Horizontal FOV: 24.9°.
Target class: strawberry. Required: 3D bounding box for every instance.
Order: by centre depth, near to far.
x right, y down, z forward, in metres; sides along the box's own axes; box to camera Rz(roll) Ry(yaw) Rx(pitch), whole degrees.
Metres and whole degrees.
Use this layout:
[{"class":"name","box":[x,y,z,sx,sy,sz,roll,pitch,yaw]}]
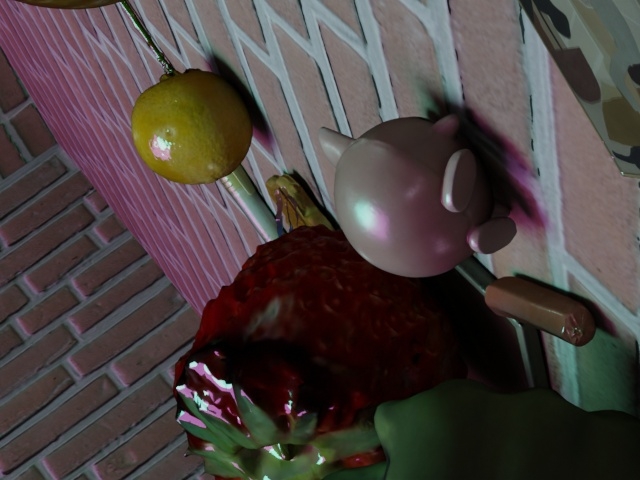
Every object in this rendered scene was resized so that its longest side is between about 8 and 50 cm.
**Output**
[{"class":"strawberry","box":[0.019,0.121,1.366,0.291,0.310,0.292,24,139,22]}]

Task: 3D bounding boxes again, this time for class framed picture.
[{"class":"framed picture","box":[0.143,-0.113,0.751,0.201,0.010,0.136,56,170,-14]},{"class":"framed picture","box":[0.139,0.087,1.379,0.240,0.020,0.324,46,167,36]}]

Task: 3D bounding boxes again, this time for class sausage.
[{"class":"sausage","box":[0.167,0.053,1.108,0.030,0.035,0.147,61,166,-17]}]

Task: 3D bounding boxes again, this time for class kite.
[{"class":"kite","box":[-0.023,0.061,1.602,0.141,0.015,0.245,171,89,-75]}]

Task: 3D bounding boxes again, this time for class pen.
[{"class":"pen","box":[-0.078,-0.034,1.921,0.233,0.032,0.040,54,146,-7]}]

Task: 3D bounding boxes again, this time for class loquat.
[{"class":"loquat","box":[-0.144,-0.127,1.630,0.141,0.141,0.141,51,169,14]}]

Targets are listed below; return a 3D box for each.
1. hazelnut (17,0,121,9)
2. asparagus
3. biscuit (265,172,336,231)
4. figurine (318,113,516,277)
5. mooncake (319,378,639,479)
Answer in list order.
[{"class":"hazelnut","box":[-0.235,-0.308,1.260,0.218,0.218,0.234,41,163,51]},{"class":"asparagus","box":[-0.230,-0.271,1.872,0.166,0.013,0.016,57,180,-12]},{"class":"biscuit","box":[0.000,-0.003,1.677,0.184,0.027,0.133,52,167,1]},{"class":"figurine","box":[0.069,-0.035,1.060,0.138,0.125,0.125,17,145,48]},{"class":"mooncake","box":[0.148,0.256,1.118,0.351,0.187,0.351,9,139,8]}]
